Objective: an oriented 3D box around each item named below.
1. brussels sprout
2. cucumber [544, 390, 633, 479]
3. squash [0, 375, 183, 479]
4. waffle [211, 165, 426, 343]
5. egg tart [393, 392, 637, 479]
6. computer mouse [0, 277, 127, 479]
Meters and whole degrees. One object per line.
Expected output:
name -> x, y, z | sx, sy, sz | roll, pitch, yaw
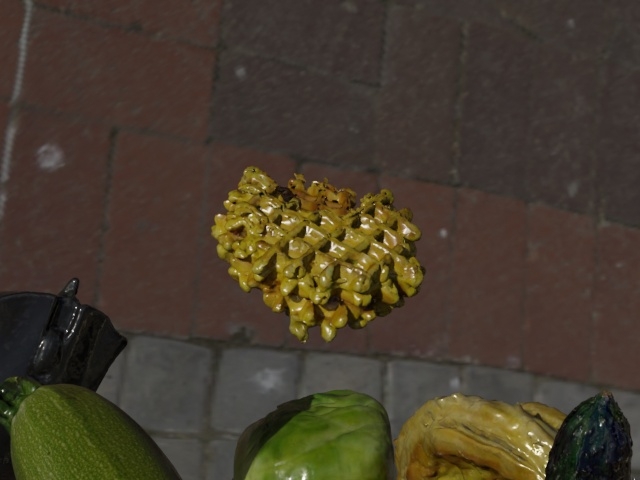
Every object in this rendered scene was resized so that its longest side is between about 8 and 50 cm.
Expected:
brussels sprout -> -0.010, 0.269, 1.565 | 0.223, 0.223, 0.161 | -29, 96, -28
cucumber -> 0.174, 0.215, 0.882 | 0.067, 0.067, 0.245 | -15, 109, -29
squash -> -0.078, 0.129, 0.550 | 0.066, 0.252, 0.066 | -17, 131, -20
waffle -> 0.000, 0.000, 1.221 | 0.193, 0.070, 0.197 | -10, 46, -32
egg tart -> 0.228, 0.287, 1.411 | 0.150, 0.352, 0.352 | -36, 101, -32
computer mouse -> -0.280, 0.149, 1.227 | 0.147, 0.088, 0.264 | 19, 112, -24
